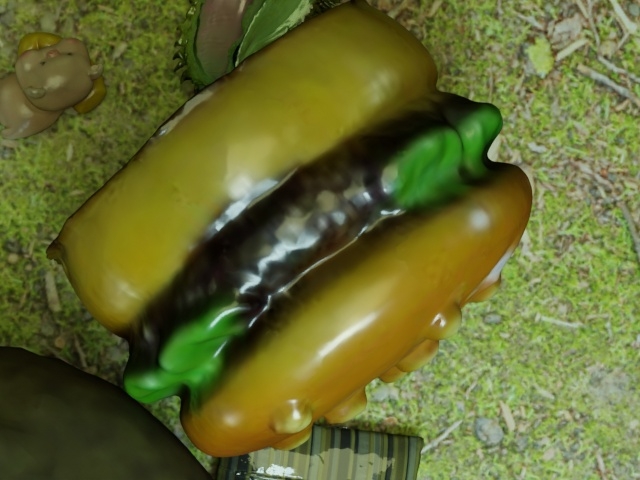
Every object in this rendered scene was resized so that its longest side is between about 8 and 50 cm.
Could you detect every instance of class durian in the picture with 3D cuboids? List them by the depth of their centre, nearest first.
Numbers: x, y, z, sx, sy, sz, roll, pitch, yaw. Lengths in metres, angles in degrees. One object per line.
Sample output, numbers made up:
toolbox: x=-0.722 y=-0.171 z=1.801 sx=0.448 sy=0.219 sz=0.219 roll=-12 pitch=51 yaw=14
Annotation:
durian: x=-0.051 y=-0.215 z=1.464 sx=0.221 sy=0.137 sz=0.095 roll=-54 pitch=132 yaw=-8

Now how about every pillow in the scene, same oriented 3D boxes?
pillow: x=-0.004 y=0.234 z=1.508 sx=0.203 sy=0.038 sz=0.113 roll=8 pitch=91 yaw=-8

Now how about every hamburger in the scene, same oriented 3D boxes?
hamburger: x=0.000 y=0.000 z=1.332 sx=0.395 sy=0.396 sz=0.277 roll=-39 pitch=87 yaw=-5

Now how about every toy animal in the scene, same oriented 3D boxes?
toy animal: x=-0.262 y=-0.153 z=1.440 sx=0.114 sy=0.082 sz=0.091 roll=-25 pitch=94 yaw=-6

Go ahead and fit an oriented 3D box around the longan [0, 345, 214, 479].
longan: x=-0.263 y=0.300 z=1.295 sx=0.436 sy=0.404 sz=0.404 roll=42 pitch=86 yaw=-9
